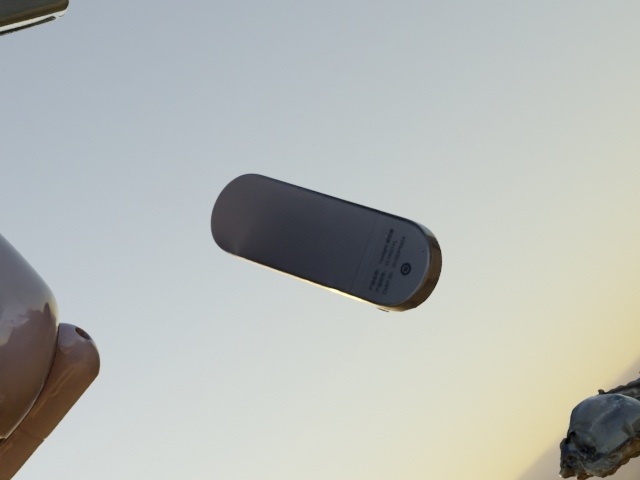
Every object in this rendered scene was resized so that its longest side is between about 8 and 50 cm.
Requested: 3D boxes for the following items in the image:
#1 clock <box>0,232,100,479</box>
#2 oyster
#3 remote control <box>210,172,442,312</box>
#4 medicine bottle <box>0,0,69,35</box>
[{"bbox_3d":[-0.345,0.051,1.304,0.184,0.342,0.326,-56,-14,9],"label":"clock"},{"bbox_3d":[0.250,0.141,1.417,0.165,0.108,0.053,-9,-60,-23],"label":"oyster"},{"bbox_3d":[0.000,0.000,1.498,0.022,0.245,0.077,21,-92,-50],"label":"remote control"},{"bbox_3d":[-0.176,-0.161,0.899,0.074,0.118,0.055,-17,5,-9],"label":"medicine bottle"}]
